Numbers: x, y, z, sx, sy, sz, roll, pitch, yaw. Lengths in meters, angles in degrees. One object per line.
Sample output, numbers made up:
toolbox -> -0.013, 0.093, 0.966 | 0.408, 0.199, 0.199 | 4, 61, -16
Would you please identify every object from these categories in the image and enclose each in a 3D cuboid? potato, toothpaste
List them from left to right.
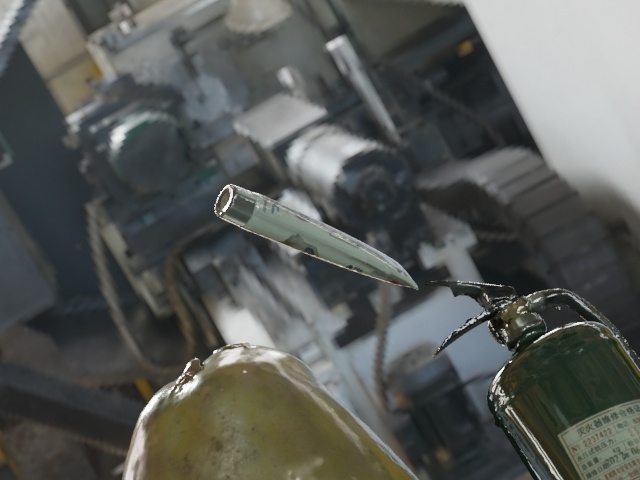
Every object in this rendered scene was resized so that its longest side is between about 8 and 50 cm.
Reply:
potato -> -0.035, 0.255, 1.372 | 0.243, 0.326, 0.221 | -46, -6, -1
toothpaste -> 0.000, 0.000, 1.631 | 0.039, 0.239, 0.062 | -62, 29, 9

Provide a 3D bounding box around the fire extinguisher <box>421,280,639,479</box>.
fire extinguisher -> 0.168, 0.126, 0.923 | 0.118, 0.294, 0.093 | -23, -27, -19
